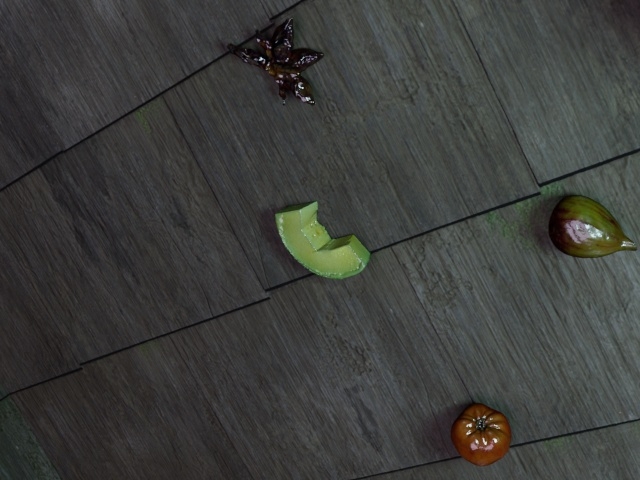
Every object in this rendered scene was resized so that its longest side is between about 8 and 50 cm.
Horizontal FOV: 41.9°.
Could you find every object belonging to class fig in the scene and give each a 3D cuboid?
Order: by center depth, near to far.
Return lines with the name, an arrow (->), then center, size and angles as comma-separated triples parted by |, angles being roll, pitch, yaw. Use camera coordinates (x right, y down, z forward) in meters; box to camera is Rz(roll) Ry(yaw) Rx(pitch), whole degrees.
fig -> 0.479, -0.016, 1.466 | 0.155, 0.103, 0.109 | 16, 141, 28

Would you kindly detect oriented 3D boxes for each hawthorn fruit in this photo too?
hawthorn fruit -> 0.336, 0.403, 1.718 | 0.125, 0.125, 0.140 | -26, 123, 33

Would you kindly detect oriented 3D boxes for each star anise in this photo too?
star anise -> -0.069, -0.353, 1.614 | 0.212, 0.053, 0.157 | 47, 125, 3

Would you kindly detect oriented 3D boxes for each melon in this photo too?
melon -> 0.000, 0.000, 1.735 | 0.209, 0.064, 0.118 | 47, 125, 4
